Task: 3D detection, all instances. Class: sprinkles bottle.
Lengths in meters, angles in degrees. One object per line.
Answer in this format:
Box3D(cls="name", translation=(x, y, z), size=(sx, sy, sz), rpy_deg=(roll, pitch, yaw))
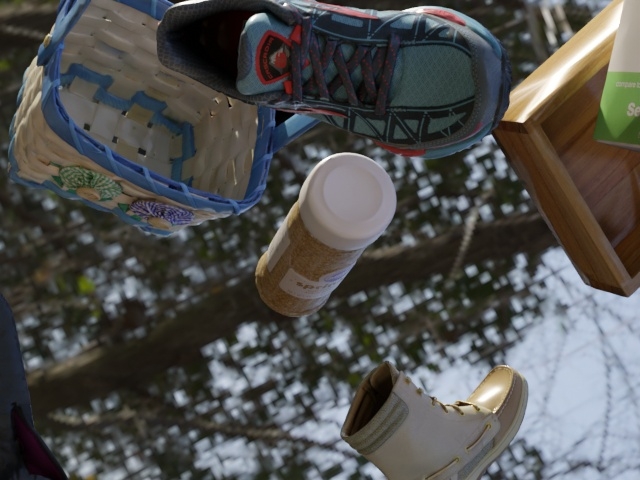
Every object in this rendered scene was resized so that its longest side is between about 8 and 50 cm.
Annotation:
Box3D(cls="sprinkles bottle", translation=(0.000, 0.000, 1.917), size=(0.121, 0.121, 0.355), rpy_deg=(60, -22, 11))

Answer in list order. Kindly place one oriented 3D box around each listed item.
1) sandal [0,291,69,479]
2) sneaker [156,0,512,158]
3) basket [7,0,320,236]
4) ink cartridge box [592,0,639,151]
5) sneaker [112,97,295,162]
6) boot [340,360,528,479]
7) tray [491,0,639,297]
Box3D(cls="sandal", translation=(-0.336, 0.253, 1.440), size=(0.107, 0.168, 0.445), rpy_deg=(17, -51, 42))
Box3D(cls="sneaker", translation=(-0.001, -0.112, 0.927), size=(0.262, 0.125, 0.104), rpy_deg=(14, -75, 33))
Box3D(cls="basket", translation=(-0.128, -0.131, 1.226), size=(0.289, 0.255, 0.201), rpy_deg=(-40, -141, 42))
Box3D(cls="ink cartridge box", translation=(0.363, -0.192, 1.147), size=(0.115, 0.198, 0.272), rpy_deg=(20, -81, 64))
Box3D(cls="sneaker", translation=(-0.151, -0.144, 1.769), size=(0.131, 0.350, 0.148), rpy_deg=(50, 26, -30))
Box3D(cls="boot", translation=(0.127, 0.183, 1.507), size=(0.165, 0.213, 0.077), rpy_deg=(48, -26, -20))
Box3D(cls="tray", translation=(0.356, -0.160, 1.283), size=(0.202, 0.411, 0.076), rpy_deg=(55, -15, -23))
